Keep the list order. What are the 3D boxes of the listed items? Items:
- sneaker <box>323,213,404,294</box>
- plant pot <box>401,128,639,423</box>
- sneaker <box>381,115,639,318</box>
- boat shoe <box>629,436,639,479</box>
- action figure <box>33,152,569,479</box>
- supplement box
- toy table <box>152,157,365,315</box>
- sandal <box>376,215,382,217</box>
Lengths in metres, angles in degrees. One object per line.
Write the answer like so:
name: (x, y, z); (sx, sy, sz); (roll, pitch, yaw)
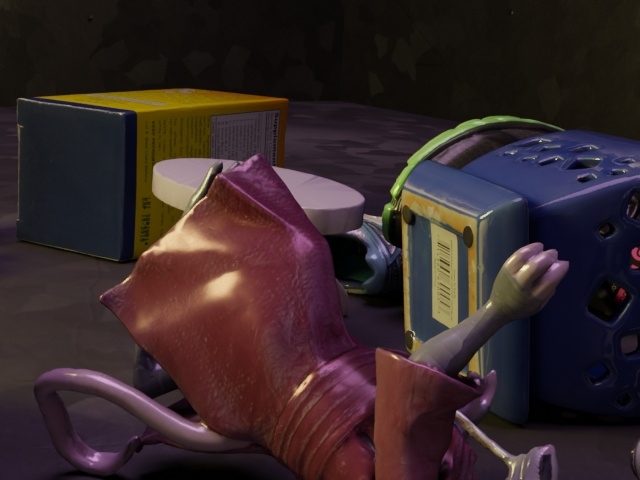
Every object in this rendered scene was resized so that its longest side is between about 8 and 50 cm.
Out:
sneaker: (0.000, 0.000, 1.585); (0.283, 0.110, 0.122); (12, 18, 39)
plant pot: (0.202, 0.031, 1.193); (0.212, 0.235, 0.236); (-7, 15, -18)
sneaker: (0.303, -0.016, 1.476); (0.483, 0.185, 0.202); (6, 23, -19)
boat shoe: (0.300, 0.153, 1.005); (0.229, 0.080, 0.076); (-11, 1, -41)
action figure: (0.006, 0.111, 0.838); (0.276, 0.248, 0.370); (-37, 56, -19)
supplement box: (-0.226, -0.103, 1.806); (0.195, 0.194, 0.357); (11, 13, 33)
toy table: (-0.069, 0.014, 1.360); (0.252, 0.160, 0.274); (-3, 14, -29)
sandal: (0.102, -0.005, 1.653); (0.255, 0.054, 0.097); (13, -22, 42)
